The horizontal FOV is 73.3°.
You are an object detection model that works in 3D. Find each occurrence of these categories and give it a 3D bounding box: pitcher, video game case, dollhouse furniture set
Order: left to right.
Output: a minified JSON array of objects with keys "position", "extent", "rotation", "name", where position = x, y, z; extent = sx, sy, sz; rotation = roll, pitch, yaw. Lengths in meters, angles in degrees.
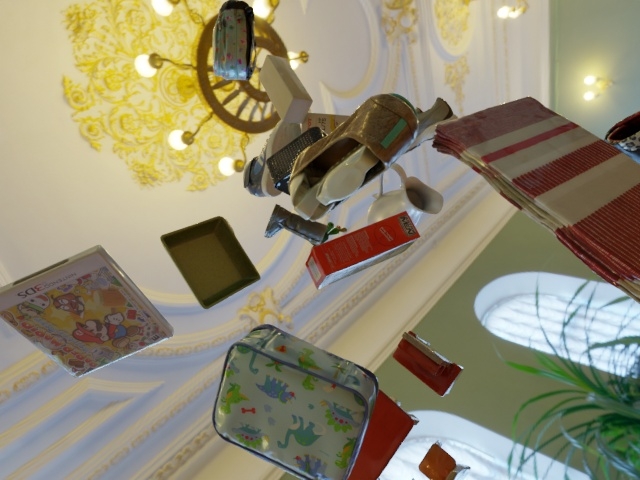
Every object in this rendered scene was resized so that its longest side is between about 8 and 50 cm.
[{"position":[-0.407,0.133,0.748],"extent":[0.206,0.026,0.227],"rotation":[-23,-53,1],"name":"video game case"},{"position":[0.108,0.277,0.682],"extent":[0.259,0.262,0.135],"rotation":[-57,-35,1],"name":"dollhouse furniture set"},{"position":[0.191,-0.099,1.123],"extent":[0.178,0.207,0.125],"rotation":[48,-122,0],"name":"pitcher"}]

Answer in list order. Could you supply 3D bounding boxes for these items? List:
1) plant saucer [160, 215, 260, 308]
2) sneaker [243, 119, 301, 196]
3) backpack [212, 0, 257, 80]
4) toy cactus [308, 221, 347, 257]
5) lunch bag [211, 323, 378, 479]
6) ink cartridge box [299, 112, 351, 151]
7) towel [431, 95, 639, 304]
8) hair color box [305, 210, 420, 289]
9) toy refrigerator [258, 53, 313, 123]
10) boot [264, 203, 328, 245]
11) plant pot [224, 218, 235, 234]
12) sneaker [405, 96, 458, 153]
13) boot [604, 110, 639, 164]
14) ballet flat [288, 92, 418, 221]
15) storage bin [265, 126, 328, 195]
[{"position":[-0.257,0.051,0.996],"extent":[0.188,0.045,0.188],"rotation":[57,-143,3],"name":"plant saucer"},{"position":[-0.212,-0.329,1.688],"extent":[0.130,0.236,0.323],"rotation":[14,-88,-41],"name":"sneaker"},{"position":[-0.230,-0.518,1.147],"extent":[0.115,0.152,0.182],"rotation":[1,-96,-4],"name":"backpack"},{"position":[0.000,0.000,1.687],"extent":[0.218,0.112,0.181],"rotation":[23,-71,-9],"name":"toy cactus"},{"position":[-0.040,0.234,0.614],"extent":[0.090,0.218,0.176],"rotation":[-28,-45,-70],"name":"lunch bag"},{"position":[0.060,-0.369,1.659],"extent":[0.197,0.269,0.198],"rotation":[-76,-10,-84],"name":"ink cartridge box"},{"position":[0.333,-0.075,0.555],"extent":[0.237,0.329,0.037],"rotation":[-23,-34,-30],"name":"towel"},{"position":[0.055,0.013,0.576],"extent":[0.141,0.072,0.043],"rotation":[-22,-105,-17],"name":"hair color box"},{"position":[-0.128,-0.553,1.569],"extent":[0.094,0.270,0.102],"rotation":[-3,-39,-35],"name":"toy refrigerator"},{"position":[-0.091,-0.035,1.579],"extent":[0.208,0.190,0.076],"rotation":[20,-125,-9],"name":"boot"},{"position":[-0.348,-0.020,1.512],"extent":[0.081,0.083,0.081],"rotation":[-42,-7,6],"name":"plant pot"},{"position":[0.272,-0.327,1.290],"extent":[0.108,0.271,0.100],"rotation":[61,-150,-5],"name":"sneaker"},{"position":[0.621,-0.152,0.878],"extent":[0.178,0.236,0.085],"rotation":[30,-126,-17],"name":"boot"},{"position":[0.020,-0.098,0.680],"extent":[0.116,0.342,0.124],"rotation":[39,-119,-15],"name":"ballet flat"},{"position":[-0.041,-0.206,1.158],"extent":[0.122,0.180,0.084],"rotation":[20,-137,-58],"name":"storage bin"}]
